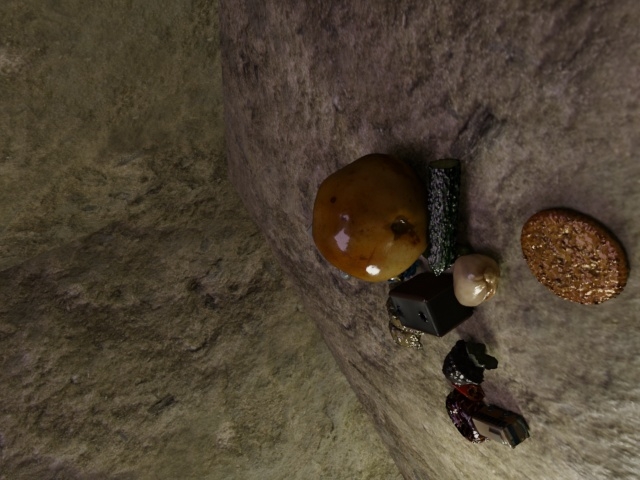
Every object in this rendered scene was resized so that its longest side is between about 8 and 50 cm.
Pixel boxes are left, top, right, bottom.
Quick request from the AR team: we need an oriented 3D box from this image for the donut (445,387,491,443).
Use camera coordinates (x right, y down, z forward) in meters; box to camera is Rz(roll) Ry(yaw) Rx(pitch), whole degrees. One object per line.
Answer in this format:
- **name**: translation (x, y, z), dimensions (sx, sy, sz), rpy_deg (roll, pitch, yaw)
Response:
- **donut**: translation (0.602, 0.722, 1.714), dimensions (0.235, 0.089, 0.235), rpy_deg (60, 164, 29)

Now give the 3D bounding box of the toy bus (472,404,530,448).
- **toy bus**: translation (0.650, 0.675, 1.518), dimensions (0.091, 0.103, 0.182), rpy_deg (63, 161, -1)

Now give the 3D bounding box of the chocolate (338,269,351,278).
- **chocolate**: translation (0.115, 0.129, 2.223), dimensions (0.167, 0.072, 0.072), rpy_deg (64, 161, -7)

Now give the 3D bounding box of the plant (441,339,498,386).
- **plant**: translation (0.520, 0.430, 1.469), dimensions (0.142, 0.131, 0.203), rpy_deg (26, 141, 10)

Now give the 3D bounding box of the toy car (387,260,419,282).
- **toy car**: translation (0.323, 0.116, 1.634), dimensions (0.161, 0.126, 0.098), rpy_deg (16, 153, 52)

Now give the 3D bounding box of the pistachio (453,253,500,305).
- **pistachio**: translation (0.460, 0.113, 1.246), dimensions (0.201, 0.117, 0.145), rpy_deg (80, 164, -58)

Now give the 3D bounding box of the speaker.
- **speaker**: translation (0.384, 0.220, 1.466), dimensions (0.153, 0.192, 0.231), rpy_deg (66, 160, -8)

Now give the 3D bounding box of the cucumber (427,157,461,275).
- **cucumber**: translation (0.362, -0.055, 1.231), dimensions (0.096, 0.096, 0.360), rpy_deg (33, 137, 55)

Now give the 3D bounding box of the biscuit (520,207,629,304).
- **biscuit**: translation (0.575, 0.040, 0.974), dimensions (0.254, 0.035, 0.254), rpy_deg (52, 159, 30)

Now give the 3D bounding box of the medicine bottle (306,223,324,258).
- **medicine bottle**: translation (0.000, 0.000, 2.376), dimensions (0.201, 0.052, 0.171), rpy_deg (59, 161, 8)

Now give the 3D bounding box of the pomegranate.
- **pomegranate**: translation (0.167, -0.077, 1.377), dimensions (0.417, 0.416, 0.417), rpy_deg (51, 158, 30)

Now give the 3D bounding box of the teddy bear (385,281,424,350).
- **teddy bear**: translation (0.359, 0.337, 1.748), dimensions (0.267, 0.156, 0.256), rpy_deg (36, 149, 50)

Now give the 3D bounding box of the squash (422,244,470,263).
- **squash**: translation (0.400, 0.043, 1.382), dimensions (0.066, 0.066, 0.252), rpy_deg (66, 162, -9)

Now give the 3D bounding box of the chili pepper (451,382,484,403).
- **chili pepper**: translation (0.575, 0.584, 1.677), dimensions (0.088, 0.065, 0.169), rpy_deg (39, 172, -12)
